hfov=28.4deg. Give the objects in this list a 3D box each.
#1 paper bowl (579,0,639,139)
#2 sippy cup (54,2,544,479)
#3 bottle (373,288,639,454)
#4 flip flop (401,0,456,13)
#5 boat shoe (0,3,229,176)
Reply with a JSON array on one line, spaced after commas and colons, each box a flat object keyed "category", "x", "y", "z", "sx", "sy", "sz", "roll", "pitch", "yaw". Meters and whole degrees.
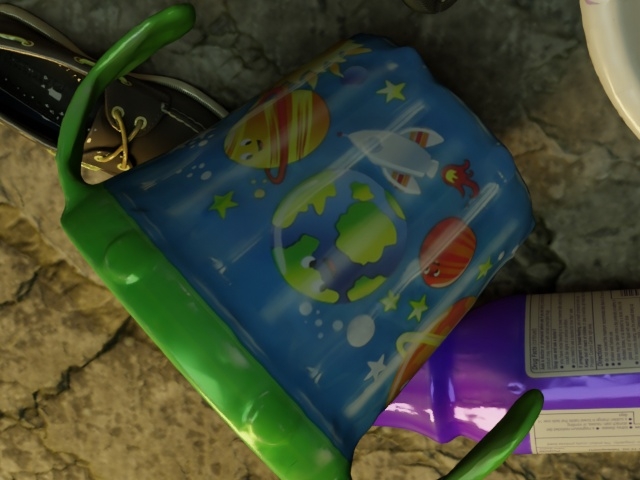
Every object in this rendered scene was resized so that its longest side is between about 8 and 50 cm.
[{"category": "paper bowl", "x": 0.286, "y": -0.164, "z": 0.693, "sx": 0.284, "sy": 0.148, "sz": 0.284, "roll": 4, "pitch": 116, "yaw": 9}, {"category": "sippy cup", "x": 0.000, "y": 0.000, "z": 0.776, "sx": 0.224, "sy": 0.240, "sz": 0.305, "roll": -42, "pitch": 123, "yaw": -5}, {"category": "bottle", "x": 0.151, "y": 0.090, "z": 0.862, "sx": 0.283, "sy": 0.118, "sz": 0.092, "roll": -4, "pitch": 118, "yaw": 12}, {"category": "flip flop", "x": 0.003, "y": -0.252, "z": 0.739, "sx": 0.277, "sy": 0.112, "sz": 0.080, "roll": 44, "pitch": 159, "yaw": -24}, {"category": "boat shoe", "x": -0.152, "y": -0.083, "z": 0.865, "sx": 0.228, "sy": 0.068, "sz": 0.081, "roll": 26, "pitch": 117, "yaw": -2}]
